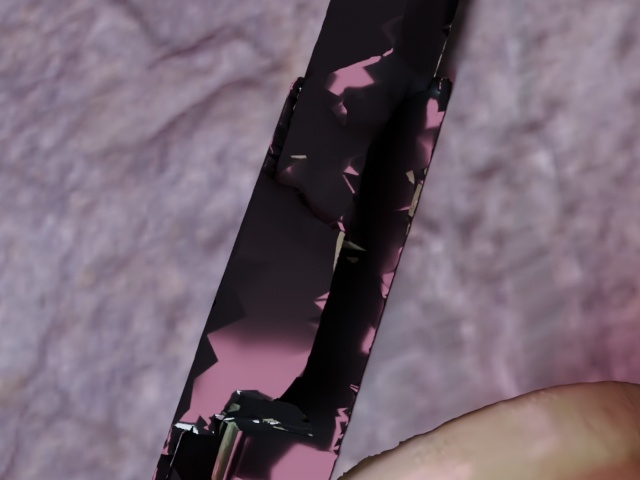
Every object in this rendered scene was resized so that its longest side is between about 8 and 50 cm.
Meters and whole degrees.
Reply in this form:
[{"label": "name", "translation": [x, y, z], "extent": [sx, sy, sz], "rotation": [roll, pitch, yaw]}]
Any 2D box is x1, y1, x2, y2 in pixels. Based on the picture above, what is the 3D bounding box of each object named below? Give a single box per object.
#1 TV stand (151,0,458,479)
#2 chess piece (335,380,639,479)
[{"label": "TV stand", "translation": [0.000, 0.000, 0.568], "extent": [0.036, 0.042, 0.249], "rotation": [8, 71, 31]}, {"label": "chess piece", "translation": [0.111, 0.219, 0.373], "extent": [0.117, 0.117, 0.397], "rotation": [-32, 59, 9]}]
